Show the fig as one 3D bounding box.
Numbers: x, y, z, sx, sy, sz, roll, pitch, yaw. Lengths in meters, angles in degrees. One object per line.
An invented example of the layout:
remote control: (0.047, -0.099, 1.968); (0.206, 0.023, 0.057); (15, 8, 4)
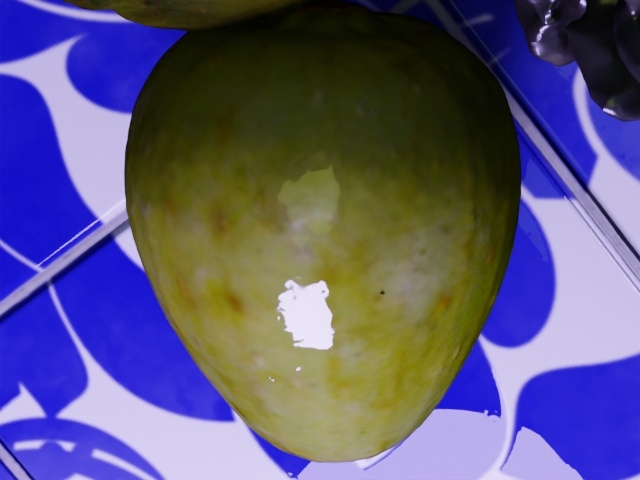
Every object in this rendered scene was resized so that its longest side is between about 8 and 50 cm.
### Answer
fig: (0.000, 0.000, 1.114); (0.258, 0.258, 0.326); (6, 123, 10)

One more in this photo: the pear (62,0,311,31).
pear: (-0.050, -0.264, 0.973); (0.269, 0.269, 0.321); (41, 110, -5)

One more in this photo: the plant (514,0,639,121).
plant: (0.187, -0.190, 0.981); (0.188, 0.276, 0.199); (-14, 121, 10)
